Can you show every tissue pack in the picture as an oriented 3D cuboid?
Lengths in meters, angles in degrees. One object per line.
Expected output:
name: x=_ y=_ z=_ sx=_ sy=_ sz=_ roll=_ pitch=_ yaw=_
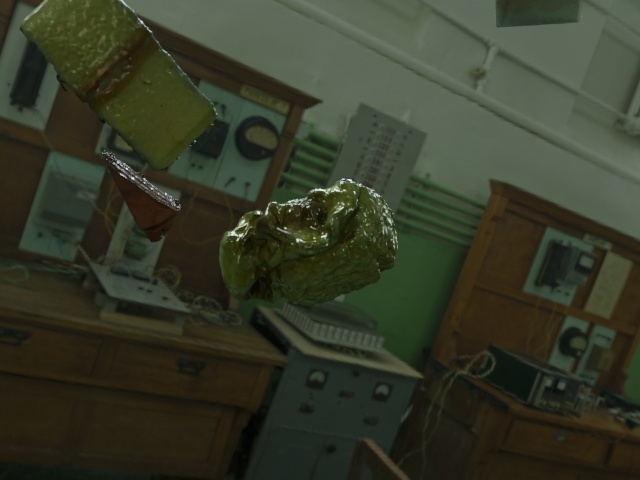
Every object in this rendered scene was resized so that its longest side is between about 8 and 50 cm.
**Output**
tissue pack: x=0.420 y=-0.579 z=1.201 sx=0.170 sy=0.325 sz=0.071 roll=5 pitch=41 yaw=20

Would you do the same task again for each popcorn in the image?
popcorn: x=0.000 y=0.000 z=0.989 sx=0.286 sy=0.173 sz=0.225 roll=-5 pitch=-23 yaw=-33

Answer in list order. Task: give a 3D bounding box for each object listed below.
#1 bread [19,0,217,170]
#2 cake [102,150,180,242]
bread: x=-0.263 y=-0.237 z=0.873 sx=0.266 sy=0.178 sz=0.142 roll=45 pitch=-44 yaw=-13
cake: x=-0.484 y=-0.131 z=1.705 sx=0.098 sy=0.135 sz=0.287 roll=-101 pitch=164 yaw=-53
